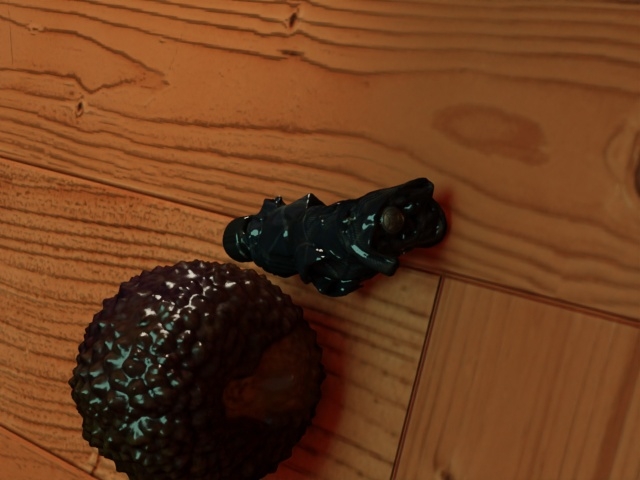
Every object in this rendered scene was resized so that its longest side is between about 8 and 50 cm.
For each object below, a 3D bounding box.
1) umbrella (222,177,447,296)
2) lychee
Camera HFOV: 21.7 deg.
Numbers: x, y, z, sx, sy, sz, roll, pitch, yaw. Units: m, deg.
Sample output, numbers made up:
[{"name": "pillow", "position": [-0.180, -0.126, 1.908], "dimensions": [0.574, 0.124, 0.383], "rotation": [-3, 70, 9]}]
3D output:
[{"name": "umbrella", "position": [-0.001, 0.003, 1.226], "dimensions": [0.224, 0.080, 0.071], "rotation": [-3, 112, 54]}, {"name": "lychee", "position": [-0.098, 0.097, 1.220], "dimensions": [0.188, 0.188, 0.188], "rotation": [-19, 65, 47]}]
